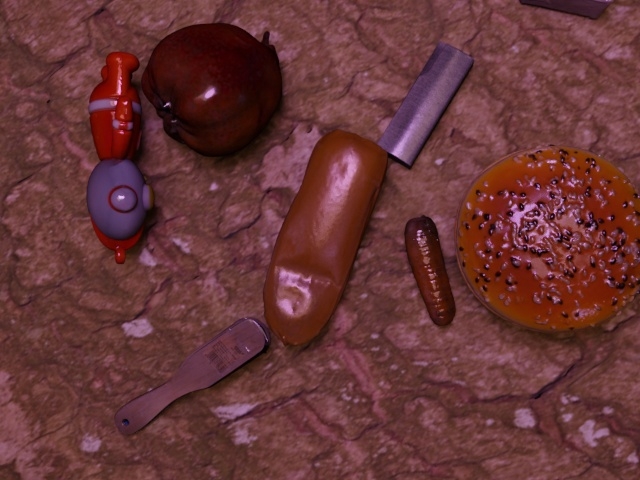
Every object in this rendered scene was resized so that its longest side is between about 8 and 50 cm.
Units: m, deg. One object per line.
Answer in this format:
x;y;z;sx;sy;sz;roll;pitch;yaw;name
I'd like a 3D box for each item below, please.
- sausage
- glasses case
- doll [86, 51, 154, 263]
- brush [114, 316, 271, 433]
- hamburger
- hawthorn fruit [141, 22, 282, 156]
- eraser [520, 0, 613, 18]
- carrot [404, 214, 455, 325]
-0.001;0.000;1.033;0.134;0.116;0.354;22;93;-7;sausage
0.174;-0.225;1.057;0.070;0.047;0.205;32;92;7;glasses case
-0.329;-0.129;1.045;0.105;0.199;0.337;1;88;-26;doll
-0.216;0.229;1.078;0.327;0.065;0.070;-35;91;13;brush
0.353;-0.004;0.966;0.300;0.176;0.301;0;89;7;hamburger
-0.155;-0.262;1.026;0.208;0.208;0.248;44;69;6;hawthorn fruit
0.436;-0.548;1.028;0.144;0.078;0.344;16;88;6;eraser
0.179;0.051;1.041;0.060;0.060;0.186;-13;90;5;carrot
